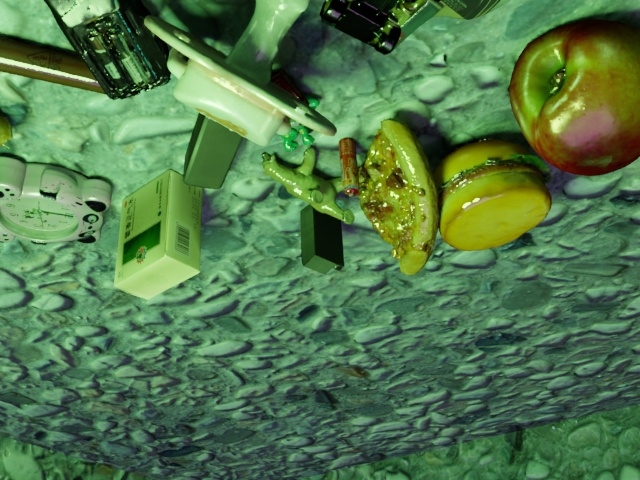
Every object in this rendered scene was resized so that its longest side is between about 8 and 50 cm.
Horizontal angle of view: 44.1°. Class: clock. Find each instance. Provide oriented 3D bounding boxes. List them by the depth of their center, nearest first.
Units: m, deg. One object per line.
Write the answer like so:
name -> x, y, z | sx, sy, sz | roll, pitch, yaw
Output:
clock -> -0.564, -0.071, 1.612 | 0.248, 0.090, 0.227 | 9, 147, -20

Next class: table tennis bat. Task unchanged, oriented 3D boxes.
table tennis bat -> 0.199, -0.388, 1.210 | 0.173, 0.022, 0.301 | 25, 137, -35

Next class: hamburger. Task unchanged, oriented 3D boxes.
hamburger -> 0.324, -0.099, 1.544 | 0.246, 0.170, 0.246 | -13, 152, -7

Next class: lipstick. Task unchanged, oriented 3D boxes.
lipstick -> -0.505, -0.298, 1.277 | 0.357, 0.057, 0.057 | 10, 146, -19

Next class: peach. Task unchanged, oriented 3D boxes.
peach -> 0.466, -0.230, 1.335 | 0.275, 0.245, 0.249 | 6, 177, -33

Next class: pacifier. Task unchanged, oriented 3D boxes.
pacifier -> -0.105, -0.267, 1.194 | 0.332, 0.220, 0.273 | 27, 139, -20

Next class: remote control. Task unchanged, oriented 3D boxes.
remote control -> -0.342, -0.357, 1.149 | 0.145, 0.062, 0.398 | -23, 143, 3

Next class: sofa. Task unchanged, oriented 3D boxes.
sofa -> 0.000, 0.000, 1.703 | 0.085, 0.147, 0.060 | 21, 138, -31

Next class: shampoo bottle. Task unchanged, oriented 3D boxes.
shampoo bottle -> -0.190, -0.193, 1.443 | 0.079, 0.080, 0.246 | 8, 146, -18

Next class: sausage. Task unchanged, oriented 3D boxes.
sausage -> 0.055, -0.136, 1.504 | 0.034, 0.129, 0.034 | -3, 149, -2

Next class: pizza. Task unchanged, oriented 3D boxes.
pizza -> 0.132, -0.086, 1.526 | 0.226, 0.086, 0.335 | 23, 134, 44

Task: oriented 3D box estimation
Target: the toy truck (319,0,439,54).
toy truck -> 0.106, -0.385, 1.111 | 0.127, 0.127, 0.257 | 21, 142, -21

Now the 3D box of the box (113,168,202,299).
box -> -0.329, -0.011, 1.606 | 0.168, 0.212, 0.095 | -28, 141, 34

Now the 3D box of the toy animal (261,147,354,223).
toy animal -> -0.022, -0.112, 1.594 | 0.101, 0.103, 0.219 | 2, 163, 43

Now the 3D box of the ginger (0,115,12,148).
ginger -> -0.691, -0.257, 1.288 | 0.376, 0.166, 0.236 | 0, 144, -32

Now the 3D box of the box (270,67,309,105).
box -> -0.064, -0.254, 1.376 | 0.051, 0.023, 0.082 | -25, 116, 34

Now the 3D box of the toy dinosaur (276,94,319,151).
toy dinosaur -> -0.059, -0.219, 1.443 | 0.132, 0.059, 0.096 | -13, 135, 9
